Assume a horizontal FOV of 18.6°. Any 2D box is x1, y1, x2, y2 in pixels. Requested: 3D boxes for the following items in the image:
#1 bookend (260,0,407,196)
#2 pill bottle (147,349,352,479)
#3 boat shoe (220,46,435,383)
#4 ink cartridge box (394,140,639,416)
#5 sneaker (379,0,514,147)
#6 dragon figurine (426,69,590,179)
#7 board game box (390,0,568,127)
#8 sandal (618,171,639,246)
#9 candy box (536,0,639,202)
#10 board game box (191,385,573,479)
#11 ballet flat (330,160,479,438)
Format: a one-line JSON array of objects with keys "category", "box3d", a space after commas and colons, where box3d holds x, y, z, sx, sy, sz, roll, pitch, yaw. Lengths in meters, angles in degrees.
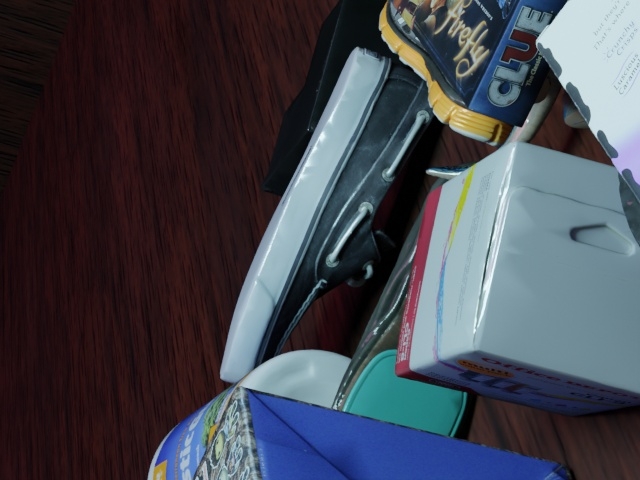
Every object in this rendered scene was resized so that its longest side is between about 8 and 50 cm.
[{"category": "bookend", "box3d": [0.018, -0.127, 1.757, 0.157, 0.072, 0.156, 133, 154, -65]}, {"category": "pill bottle", "box3d": [-0.051, 0.193, 1.573, 0.272, 0.152, 0.152, 141, 140, -59]}, {"category": "boat shoe", "box3d": [0.012, -0.006, 1.624, 0.108, 0.102, 0.301, -128, 63, -84]}, {"category": "ink cartridge box", "box3d": [0.135, 0.028, 1.176, 0.176, 0.128, 0.127, 143, 140, -75]}, {"category": "sneaker", "box3d": [0.113, -0.154, 1.508, 0.083, 0.084, 0.215, -63, 31, 24]}, {"category": "dragon figurine", "box3d": [0.172, -0.158, 1.322, 0.289, 0.085, 0.144, 126, 153, -44]}, {"category": "board game box", "box3d": [0.117, -0.198, 1.309, 0.165, 0.042, 0.243, -66, 22, 19]}, {"category": "sandal", "box3d": [0.304, -0.043, 0.866, 0.446, 0.107, 0.167, -8, 66, 56]}, {"category": "candy box", "box3d": [0.199, -0.093, 0.887, 0.165, 0.070, 0.196, -56, 32, 25]}, {"category": "board game box", "box3d": [0.009, 0.265, 1.222, 0.141, 0.232, 0.291, -103, 33, -55]}, {"category": "ballet flat", "box3d": [0.073, 0.077, 1.428, 0.280, 0.095, 0.096, -65, 8, -4]}]
